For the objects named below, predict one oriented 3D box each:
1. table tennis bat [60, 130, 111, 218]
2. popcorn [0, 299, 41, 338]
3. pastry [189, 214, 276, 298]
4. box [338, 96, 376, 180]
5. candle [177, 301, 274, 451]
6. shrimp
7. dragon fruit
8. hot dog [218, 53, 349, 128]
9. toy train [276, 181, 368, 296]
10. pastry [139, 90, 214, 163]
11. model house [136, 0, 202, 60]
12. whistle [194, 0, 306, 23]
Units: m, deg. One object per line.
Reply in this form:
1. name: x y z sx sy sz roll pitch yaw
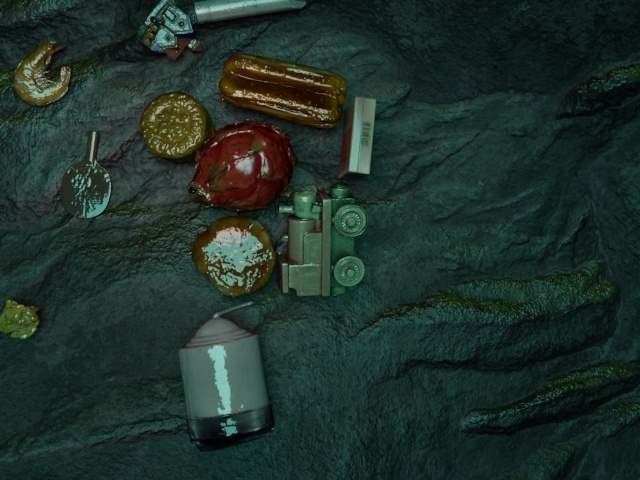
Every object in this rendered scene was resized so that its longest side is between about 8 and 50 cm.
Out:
1. table tennis bat: -0.618 -0.175 1.696 0.131 0.022 0.235 8 88 -3
2. popcorn: -0.774 0.203 1.631 0.109 0.089 0.097 -28 125 3
3. pastry: -0.231 0.042 1.673 0.228 0.100 0.219 9 89 -5
4. box: 0.097 -0.268 1.698 0.058 0.141 0.201 5 88 -10
5. candle: -0.244 0.342 1.601 0.221 0.221 0.343 -10 85 -5
6. shrimp: -0.729 -0.443 1.692 0.132 0.051 0.188 32 90 -21
7. dragon fruit: -0.198 -0.179 1.623 0.298 0.244 0.244 -36 90 0
8. hot dog: -0.097 -0.395 1.702 0.348 0.117 0.158 11 83 -2
9. toy train: 0.000 0.000 1.649 0.221 0.150 0.305 -1 105 -8
10. pastry: -0.375 -0.295 1.667 0.188 0.103 0.189 -1 81 5
11. model house: -0.386 -0.547 1.693 0.148 0.119 0.148 36 85 -10
12. whistle: -0.188 -0.643 1.735 0.312 0.062 0.062 -11 88 -5
